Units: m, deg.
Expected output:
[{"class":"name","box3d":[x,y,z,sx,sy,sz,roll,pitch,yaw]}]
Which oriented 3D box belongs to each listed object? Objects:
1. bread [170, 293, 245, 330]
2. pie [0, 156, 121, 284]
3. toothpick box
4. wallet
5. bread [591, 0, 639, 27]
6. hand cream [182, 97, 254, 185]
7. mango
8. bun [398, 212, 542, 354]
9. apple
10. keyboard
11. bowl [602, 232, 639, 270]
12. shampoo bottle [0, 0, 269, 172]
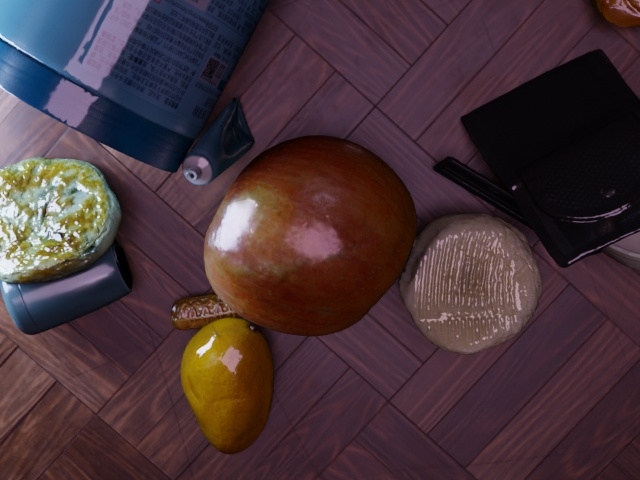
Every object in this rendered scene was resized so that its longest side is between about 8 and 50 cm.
[{"class":"bread","box3d":[-0.160,0.107,1.709,0.157,0.044,0.052,-11,93,2]},{"class":"pie","box3d":[-0.418,-0.032,1.639,0.241,0.054,0.240,-4,56,5]},{"class":"toothpick box","box3d":[-0.386,0.064,1.671,0.184,0.120,0.120,-19,96,0]},{"class":"wallet","box3d":[0.377,-0.126,1.591,0.247,0.041,0.322,-26,53,2]},{"class":"bread","box3d":[0.531,-0.370,1.626,0.246,0.094,0.102,0,102,0]},{"class":"hand cream","box3d":[-0.146,-0.137,1.594,0.048,0.224,0.083,-11,114,22]},{"class":"mango","box3d":[-0.146,0.228,1.692,0.147,0.109,0.227,5,108,4]},{"class":"bun","box3d":[0.224,0.058,1.655,0.221,0.134,0.220,0,93,-6]},{"class":"apple","box3d":[0.000,0.000,1.566,0.302,0.301,0.301,0,96,1]},{"class":"keyboard","box3d":[0.251,-0.072,1.657,0.381,0.103,0.041,25,81,-5]},{"class":"bowl","box3d":[0.514,-0.062,1.608,0.277,0.145,0.277,-10,59,16]},{"class":"shampoo bottle","box3d":[-0.264,-0.320,1.522,0.331,0.331,0.342,30,95,-2]}]
